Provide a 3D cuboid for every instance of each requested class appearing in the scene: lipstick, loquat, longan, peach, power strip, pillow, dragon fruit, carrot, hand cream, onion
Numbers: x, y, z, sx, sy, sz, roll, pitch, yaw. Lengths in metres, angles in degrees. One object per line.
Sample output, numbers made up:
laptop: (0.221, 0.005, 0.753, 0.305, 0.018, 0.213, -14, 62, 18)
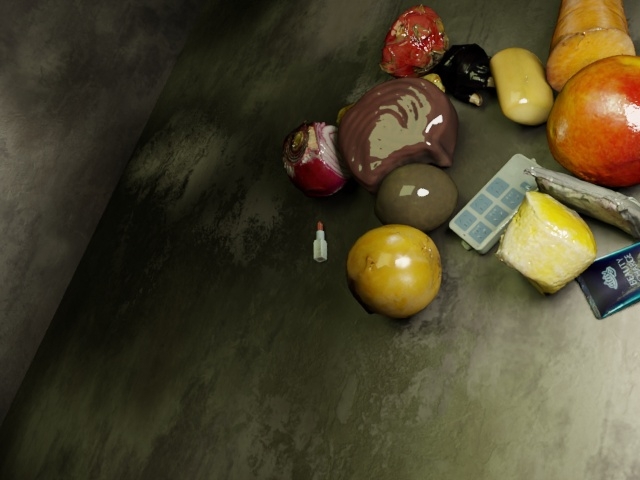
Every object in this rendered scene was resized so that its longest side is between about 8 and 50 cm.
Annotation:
lipstick: (-0.001, -0.001, 1.616, 0.030, 0.030, 0.129, -20, 54, 31)
loquat: (0.174, 0.072, 1.289, 0.235, 0.235, 0.235, -20, 54, 30)
longan: (0.236, -0.105, 1.371, 0.212, 0.198, 0.198, -14, 57, 43)
peach: (0.600, -0.232, 1.108, 0.281, 0.238, 0.281, -17, 62, 35)
power strip: (0.432, -0.088, 1.299, 0.270, 0.046, 0.118, -47, 45, 7)
pillow: (0.548, -0.087, 1.115, 0.059, 0.169, 0.255, -58, 42, 5)
dragon fruit: (0.297, -0.548, 1.582, 0.224, 0.218, 0.148, -48, 61, 6)
carrot: (0.626, -0.499, 1.291, 0.196, 0.196, 0.254, -13, 52, 34)
hand cream: (0.640, 0.046, 1.048, 0.270, 0.061, 0.120, -34, 52, 31)
onion: (-0.013, -0.228, 1.646, 0.207, 0.216, 0.206, -18, 71, 44)

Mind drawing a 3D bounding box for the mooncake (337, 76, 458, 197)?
mooncake: (0.201, -0.277, 1.493, 0.325, 0.174, 0.334, 8, 80, 32)

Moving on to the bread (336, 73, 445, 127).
bread: (0.204, -0.413, 1.657, 0.367, 0.084, 0.077, -13, 18, 36)

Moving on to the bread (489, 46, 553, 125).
bread: (0.503, -0.388, 1.344, 0.098, 0.147, 0.217, 120, 149, -54)

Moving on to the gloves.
gloves: (0.425, -0.452, 1.481, 0.203, 0.124, 0.164, 29, 103, 53)

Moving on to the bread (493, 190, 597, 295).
bread: (0.463, 0.003, 1.126, 0.170, 0.197, 0.197, -49, 44, 15)
